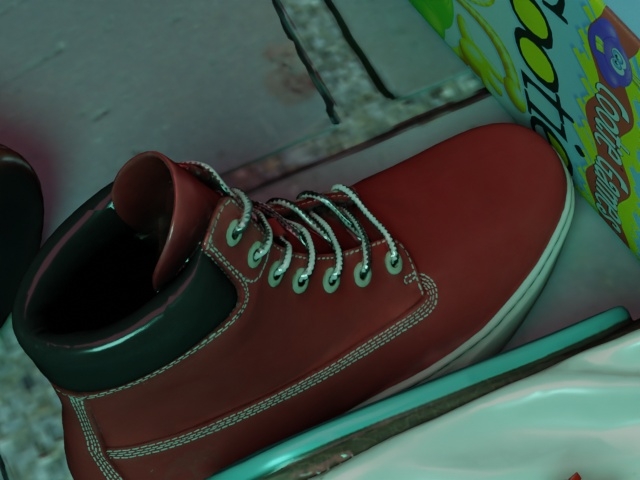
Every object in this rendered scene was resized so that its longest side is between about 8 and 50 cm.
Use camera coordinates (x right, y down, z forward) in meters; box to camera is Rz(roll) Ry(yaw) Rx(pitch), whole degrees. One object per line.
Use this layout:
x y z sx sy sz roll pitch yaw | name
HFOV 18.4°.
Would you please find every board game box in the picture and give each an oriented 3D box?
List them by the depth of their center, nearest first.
0.121 -0.144 0.849 0.144 0.142 0.275 -29 57 -13 | board game box

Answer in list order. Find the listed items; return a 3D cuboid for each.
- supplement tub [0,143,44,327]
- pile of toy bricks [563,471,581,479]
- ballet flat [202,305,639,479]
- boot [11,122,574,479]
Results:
-0.222 -0.026 0.832 0.198 0.106 0.106 25 62 21 | supplement tub
0.104 0.125 0.636 0.105 0.118 0.212 45 111 4 | pile of toy bricks
0.150 0.062 0.731 0.400 0.139 0.139 -27 57 -7 | ballet flat
0.000 0.000 0.746 0.244 0.176 0.088 -36 58 -18 | boot
